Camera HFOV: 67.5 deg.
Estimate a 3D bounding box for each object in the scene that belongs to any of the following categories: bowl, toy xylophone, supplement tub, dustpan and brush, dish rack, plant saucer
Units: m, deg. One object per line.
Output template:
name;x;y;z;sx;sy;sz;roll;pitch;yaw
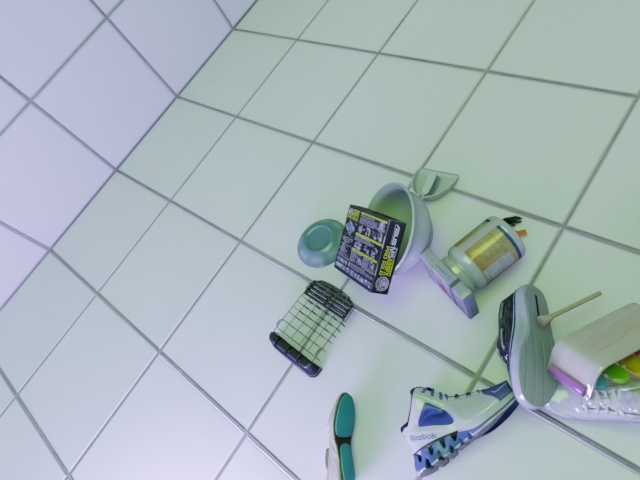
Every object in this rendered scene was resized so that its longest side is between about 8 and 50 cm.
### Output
bowl;0.248;-0.020;1.462;0.298;0.134;0.298;-169;90;-67
toy xylophone;0.661;0.225;1.101;0.322;0.081;0.236;-16;26;-8
supplement tub;0.453;0.043;1.350;0.199;0.144;0.144;-39;52;1
dustpan and brush;0.348;-0.160;1.578;0.147;0.060;0.211;18;71;34
dish rack;-0.022;0.263;1.508;0.208;0.074;0.271;30;76;35
plant saucer;0.000;0.000;1.674;0.194;0.037;0.195;-12;56;19

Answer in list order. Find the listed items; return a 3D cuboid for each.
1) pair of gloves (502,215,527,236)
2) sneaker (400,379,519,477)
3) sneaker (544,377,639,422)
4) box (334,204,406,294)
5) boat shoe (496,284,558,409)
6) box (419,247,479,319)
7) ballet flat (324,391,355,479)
pair of gloves;0.568;-0.036;1.425;0.074;0.010;0.083;-15;53;20
sneaker;0.322;0.422;1.200;0.315;0.127;0.182;-38;54;4
sneaker;0.651;0.343;1.063;0.305;0.152;0.114;-7;70;24
box;0.142;0.019;1.447;0.270;0.060;0.216;31;108;65
boat shoe;0.506;0.269;1.194;0.119;0.121;0.335;-52;12;49
box;0.363;0.121;1.349;0.038;0.145;0.186;-37;53;1
ballet flat;0.045;0.544;1.304;0.086;0.086;0.249;-10;59;21
